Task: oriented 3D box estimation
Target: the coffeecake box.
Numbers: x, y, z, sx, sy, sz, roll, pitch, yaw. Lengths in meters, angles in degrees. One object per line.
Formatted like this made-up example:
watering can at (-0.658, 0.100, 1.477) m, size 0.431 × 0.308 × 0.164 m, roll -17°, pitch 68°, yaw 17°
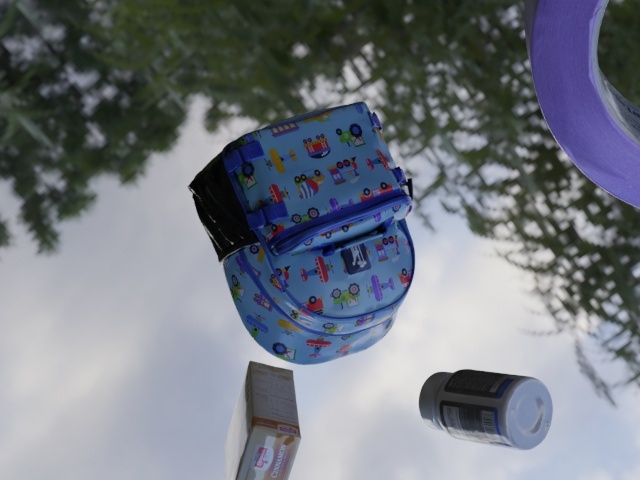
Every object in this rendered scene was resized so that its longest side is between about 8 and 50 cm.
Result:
coffeecake box at (-0.080, 0.270, 1.895) m, size 0.185 × 0.068 × 0.142 m, roll -100°, pitch -154°, yaw -67°

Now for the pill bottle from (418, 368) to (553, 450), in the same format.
pill bottle at (0.174, 0.178, 1.509) m, size 0.137 × 0.078 × 0.078 m, roll 2°, pitch -132°, yaw 51°

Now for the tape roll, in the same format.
tape roll at (0.288, -0.155, 1.028) m, size 0.274 × 0.275 × 0.090 m, roll -30°, pitch -159°, yaw 18°

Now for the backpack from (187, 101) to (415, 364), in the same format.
backpack at (0.000, 0.000, 1.079) m, size 0.158 × 0.173 × 0.117 m, roll -14°, pitch 167°, yaw -30°
